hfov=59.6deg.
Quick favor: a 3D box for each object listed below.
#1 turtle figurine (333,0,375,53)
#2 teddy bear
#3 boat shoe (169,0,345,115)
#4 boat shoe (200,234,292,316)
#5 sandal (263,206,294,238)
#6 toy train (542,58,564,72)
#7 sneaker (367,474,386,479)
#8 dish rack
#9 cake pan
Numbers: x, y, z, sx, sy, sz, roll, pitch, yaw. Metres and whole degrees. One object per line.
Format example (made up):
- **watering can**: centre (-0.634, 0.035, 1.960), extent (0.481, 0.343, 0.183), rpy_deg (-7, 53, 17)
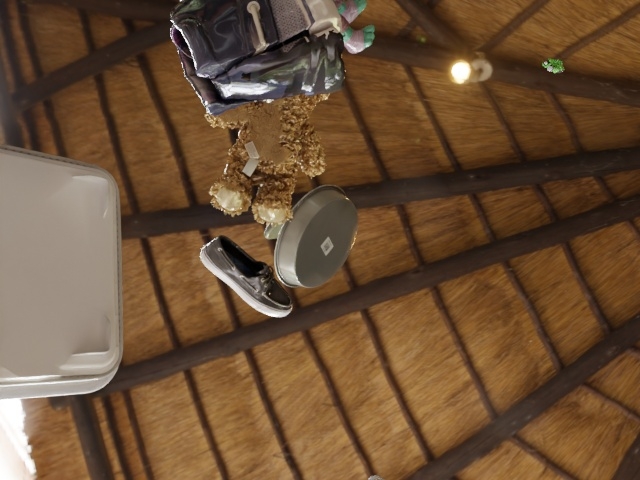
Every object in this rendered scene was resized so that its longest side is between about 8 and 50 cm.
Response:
- **turtle figurine**: centre (-0.010, -0.397, 0.875), extent (0.118, 0.234, 0.176), rpy_deg (-10, -111, 38)
- **teddy bear**: centre (-0.101, -0.194, 1.104), extent (0.244, 0.113, 0.339), rpy_deg (2, -79, 5)
- **boat shoe**: centre (-0.102, -0.281, 0.627), extent (0.127, 0.158, 0.341), rpy_deg (87, -18, -54)
- **boat shoe**: centre (-0.136, 0.069, 1.145), extent (0.228, 0.080, 0.076), rpy_deg (41, -54, -12)
- **sandal**: centre (-0.013, -0.030, 1.591), extent (0.120, 0.302, 0.086), rpy_deg (-56, -137, 45)
- **toy train**: centre (0.436, -0.324, 1.043), extent (0.017, 0.083, 0.024), rpy_deg (-27, -96, 40)
- **sneaker**: centre (0.113, 0.443, 0.873), extent (0.053, 0.061, 0.152), rpy_deg (-44, -115, 6)
- **dish rack**: centre (-0.374, 0.026, 0.706), extent (0.072, 0.285, 0.333), rpy_deg (-20, -110, 40)
- **cake pan**: centre (0.000, 0.000, 1.462), extent (0.054, 0.293, 0.294), rpy_deg (28, -66, 32)
